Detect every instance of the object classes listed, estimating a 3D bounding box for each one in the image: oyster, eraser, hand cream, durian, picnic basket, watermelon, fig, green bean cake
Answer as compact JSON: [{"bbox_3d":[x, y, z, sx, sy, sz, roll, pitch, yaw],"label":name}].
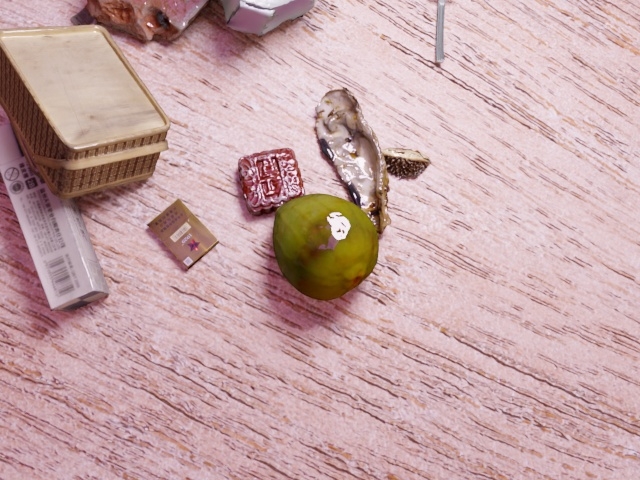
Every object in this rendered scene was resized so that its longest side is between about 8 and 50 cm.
[{"bbox_3d":[0.081,-0.177,1.122,0.128,0.078,0.345,-26,82,25],"label":"oyster"},{"bbox_3d":[-0.561,-0.054,1.046,0.098,0.096,0.404,-24,79,-7],"label":"eraser"},{"bbox_3d":[-0.518,-0.561,1.204,0.165,0.037,0.057,-44,83,-4],"label":"hand cream"},{"bbox_3d":[0.190,-0.177,1.152,0.130,0.052,0.066,9,38,-4],"label":"durian"},{"bbox_3d":[-0.479,-0.252,1.017,0.227,0.175,0.313,-25,73,-42],"label":"picnic basket"},{"bbox_3d":[-0.356,-0.597,1.140,0.264,0.151,0.302,27,80,-12],"label":"watermelon"},{"bbox_3d":[0.003,-0.002,1.010,0.207,0.207,0.230,-31,81,-10],"label":"fig"},{"bbox_3d":[-0.108,-0.131,1.108,0.135,0.056,0.135,-14,79,-6],"label":"green bean cake"}]

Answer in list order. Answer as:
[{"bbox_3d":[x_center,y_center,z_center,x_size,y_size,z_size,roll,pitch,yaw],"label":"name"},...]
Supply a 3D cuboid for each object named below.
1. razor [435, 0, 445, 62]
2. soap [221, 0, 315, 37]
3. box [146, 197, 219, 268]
[{"bbox_3d":[0.293,-0.515,1.229,0.068,0.037,0.192,4,79,3],"label":"razor"},{"bbox_3d":[-0.093,-0.673,1.068,0.261,0.156,0.447,6,93,-29],"label":"soap"},{"bbox_3d":[-0.295,-0.016,1.088,0.133,0.023,0.090,45,80,7],"label":"box"}]
